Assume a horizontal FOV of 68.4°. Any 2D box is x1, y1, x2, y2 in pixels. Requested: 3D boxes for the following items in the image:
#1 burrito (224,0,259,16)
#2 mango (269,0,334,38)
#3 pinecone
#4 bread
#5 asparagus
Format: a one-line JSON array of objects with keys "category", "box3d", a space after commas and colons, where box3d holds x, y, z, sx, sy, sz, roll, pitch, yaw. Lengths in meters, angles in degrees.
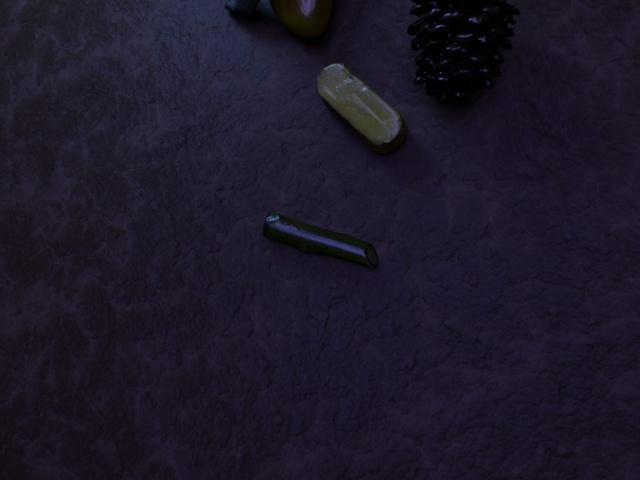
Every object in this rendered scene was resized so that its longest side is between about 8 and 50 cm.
[{"category": "burrito", "box3d": [-0.150, -0.609, 1.092, 0.066, 0.309, 0.096, -4, 88, -33]}, {"category": "mango", "box3d": [-0.045, -0.652, 1.123, 0.195, 0.142, 0.331, 12, 93, 26]}, {"category": "pinecone", "box3d": [0.295, -0.432, 0.991, 0.224, 0.224, 0.272, -3, 101, 11]}, {"category": "bread", "box3d": [0.093, -0.298, 1.072, 0.245, 0.094, 0.102, 44, 101, 14]}, {"category": "asparagus", "box3d": [0.000, 0.000, 1.060, 0.278, 0.060, 0.067, 14, 74, 12]}]
